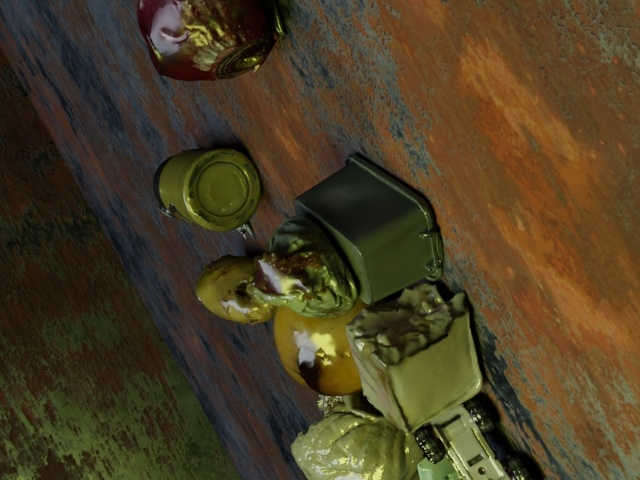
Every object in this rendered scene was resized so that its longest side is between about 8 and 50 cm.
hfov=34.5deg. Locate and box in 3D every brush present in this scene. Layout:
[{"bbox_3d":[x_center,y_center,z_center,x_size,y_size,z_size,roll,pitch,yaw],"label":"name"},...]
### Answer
[{"bbox_3d":[-0.102,-0.447,1.644,0.062,0.027,0.266,43,154,60],"label":"brush"}]

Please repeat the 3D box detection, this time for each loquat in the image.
[{"bbox_3d":[0.028,0.158,1.818,0.235,0.235,0.235,48,155,31],"label":"loquat"}]

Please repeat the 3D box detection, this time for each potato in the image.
[{"bbox_3d":[-0.181,0.107,2.305,0.300,0.172,0.140,19,118,59],"label":"potato"}]

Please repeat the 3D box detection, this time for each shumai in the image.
[{"bbox_3d":[-0.037,0.069,1.608,0.184,0.142,0.184,49,155,33],"label":"shumai"}]

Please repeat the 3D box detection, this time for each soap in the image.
[{"bbox_3d":[0.248,0.454,1.828,0.066,0.119,0.198,36,148,52],"label":"soap"}]

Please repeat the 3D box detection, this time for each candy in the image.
[{"bbox_3d":[0.155,0.185,1.646,0.137,0.184,0.195,40,155,53],"label":"candy"}]

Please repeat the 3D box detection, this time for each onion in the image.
[{"bbox_3d":[-0.196,-0.374,1.662,0.216,0.206,0.207,62,172,7],"label":"onion"}]

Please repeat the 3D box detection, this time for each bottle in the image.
[{"bbox_3d":[-0.264,-0.114,2.239,0.351,0.171,0.172,10,126,66],"label":"bottle"}]

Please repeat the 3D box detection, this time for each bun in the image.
[{"bbox_3d":[0.101,0.359,1.890,0.281,0.281,0.205,48,134,32],"label":"bun"}]

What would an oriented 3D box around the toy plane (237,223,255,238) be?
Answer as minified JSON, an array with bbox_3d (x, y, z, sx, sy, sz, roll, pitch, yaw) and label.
[{"bbox_3d":[-0.177,-0.036,2.317,0.078,0.031,0.083,40,156,12],"label":"toy plane"}]

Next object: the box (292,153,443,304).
[{"bbox_3d":[0.069,-0.013,1.641,0.243,0.135,0.163,38,150,45],"label":"box"}]

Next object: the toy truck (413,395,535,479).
[{"bbox_3d":[0.263,0.374,1.690,0.286,0.136,0.111,58,180,16],"label":"toy truck"}]
